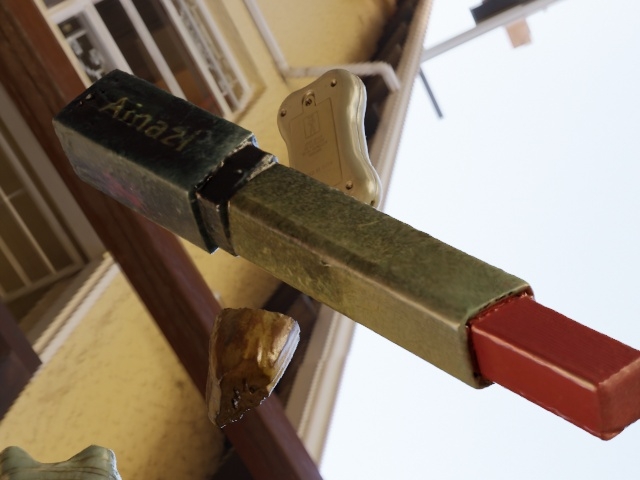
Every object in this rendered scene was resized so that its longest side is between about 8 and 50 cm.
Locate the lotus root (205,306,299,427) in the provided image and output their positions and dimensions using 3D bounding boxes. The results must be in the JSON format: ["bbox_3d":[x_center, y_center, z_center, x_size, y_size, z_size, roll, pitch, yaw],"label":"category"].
[{"bbox_3d":[-0.105,0.151,1.144,0.159,0.095,0.135,-37,-157,24],"label":"lotus root"}]

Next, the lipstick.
[{"bbox_3d":[0.000,0.000,0.411,0.312,0.051,0.051,28,-123,29],"label":"lipstick"}]

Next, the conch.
[{"bbox_3d":[-0.249,0.287,0.889,0.169,0.203,0.386,-53,-179,-22],"label":"conch"}]

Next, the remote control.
[{"bbox_3d":[0.006,-0.061,0.640,0.074,0.032,0.122,-24,-121,32],"label":"remote control"}]
